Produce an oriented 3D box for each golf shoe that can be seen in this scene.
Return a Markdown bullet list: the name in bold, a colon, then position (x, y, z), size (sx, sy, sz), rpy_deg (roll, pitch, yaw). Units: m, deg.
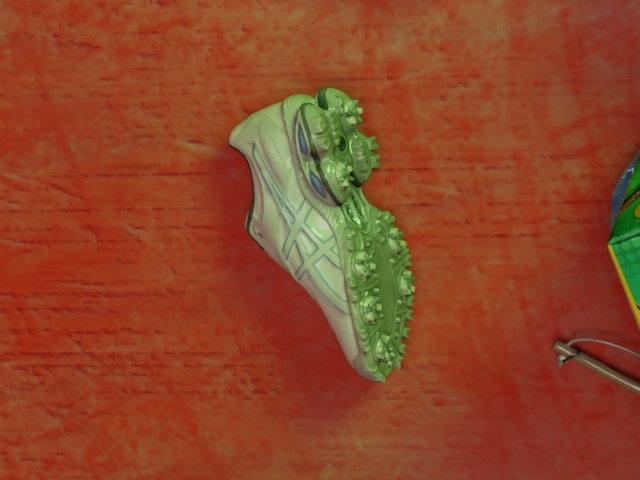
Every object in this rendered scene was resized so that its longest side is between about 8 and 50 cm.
- **golf shoe**: position (0.000, 0.000, 1.158), size (0.086, 0.069, 0.176), rpy_deg (-9, 101, 32)

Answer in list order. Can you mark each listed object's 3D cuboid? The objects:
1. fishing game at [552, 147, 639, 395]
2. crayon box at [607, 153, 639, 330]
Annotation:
- **fishing game**: position (0.259, -0.005, 1.116), size (0.189, 0.041, 0.264), rpy_deg (24, 115, 3)
- **crayon box**: position (0.246, 0.082, 1.041), size (0.081, 0.165, 0.278), rpy_deg (-19, 105, 22)
